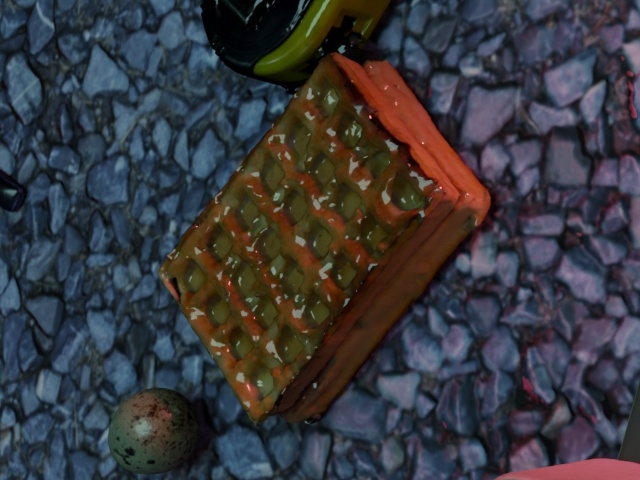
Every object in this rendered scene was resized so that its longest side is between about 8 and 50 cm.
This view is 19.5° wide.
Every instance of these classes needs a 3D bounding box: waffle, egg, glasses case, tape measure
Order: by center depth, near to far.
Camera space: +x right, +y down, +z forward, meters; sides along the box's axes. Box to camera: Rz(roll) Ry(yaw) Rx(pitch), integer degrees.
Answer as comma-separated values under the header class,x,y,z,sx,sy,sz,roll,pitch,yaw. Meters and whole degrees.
class,x,y,z,sx,sy,sz,roll,pitch,yaw
waffle,0.001,0.000,1.734,0.308,0.091,0.213,-52,55,25
tape measure,-0.028,-0.235,1.777,0.199,0.112,0.186,46,116,36
egg,-0.168,0.193,1.862,0.110,0.085,0.085,-40,59,48
glasses case,-0.368,-0.061,2.108,0.083,0.023,0.033,35,105,39

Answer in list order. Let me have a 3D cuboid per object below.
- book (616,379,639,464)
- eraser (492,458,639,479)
class,x,y,z,sx,sy,sz,roll,pitch,yaw
book,0.383,0.041,1.432,0.264,0.031,0.379,20,98,40
eraser,0.293,0.291,1.377,0.331,0.150,0.331,3,94,47
